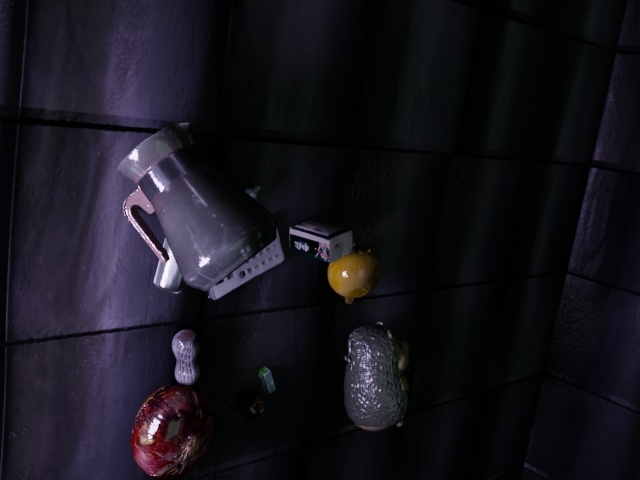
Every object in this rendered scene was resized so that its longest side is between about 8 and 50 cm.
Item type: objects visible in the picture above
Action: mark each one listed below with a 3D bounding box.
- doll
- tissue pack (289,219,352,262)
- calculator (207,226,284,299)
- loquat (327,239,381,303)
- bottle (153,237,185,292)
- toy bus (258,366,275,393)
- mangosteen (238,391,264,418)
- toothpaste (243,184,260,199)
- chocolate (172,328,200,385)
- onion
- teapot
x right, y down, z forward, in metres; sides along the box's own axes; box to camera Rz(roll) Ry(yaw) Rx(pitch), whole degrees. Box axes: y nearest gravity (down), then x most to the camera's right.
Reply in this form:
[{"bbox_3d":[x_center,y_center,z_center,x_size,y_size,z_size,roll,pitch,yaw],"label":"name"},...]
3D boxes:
[{"bbox_3d":[0.189,0.451,2.346,0.247,0.247,0.350,-13,98,-40],"label":"doll"},{"bbox_3d":[0.000,0.000,2.042,0.103,0.170,0.091,-21,118,-39],"label":"tissue pack"},{"bbox_3d":[-0.217,0.044,1.960,0.261,0.021,0.161,-31,123,-32],"label":"calculator"},{"bbox_3d":[0.103,0.105,2.193,0.172,0.149,0.205,-18,127,-43],"label":"loquat"},{"bbox_3d":[-0.349,0.004,1.784,0.096,0.079,0.254,7,100,-55],"label":"bottle"},{"bbox_3d":[-0.161,0.422,2.133,0.031,0.037,0.083,-32,125,-31],"label":"toy bus"},{"bbox_3d":[-0.201,0.490,2.091,0.081,0.081,0.081,-16,115,-39],"label":"mangosteen"},{"bbox_3d":[-0.241,-0.075,1.887,0.218,0.041,0.064,-44,117,-20],"label":"toothpaste"},{"bbox_3d":[-0.358,0.312,1.888,0.072,0.072,0.167,-18,118,-38],"label":"chocolate"},{"bbox_3d":[-0.386,0.492,1.843,0.246,0.190,0.247,-39,138,-46],"label":"onion"},{"bbox_3d":[-0.297,-0.068,1.633,0.344,0.300,0.253,54,26,0],"label":"teapot"}]
